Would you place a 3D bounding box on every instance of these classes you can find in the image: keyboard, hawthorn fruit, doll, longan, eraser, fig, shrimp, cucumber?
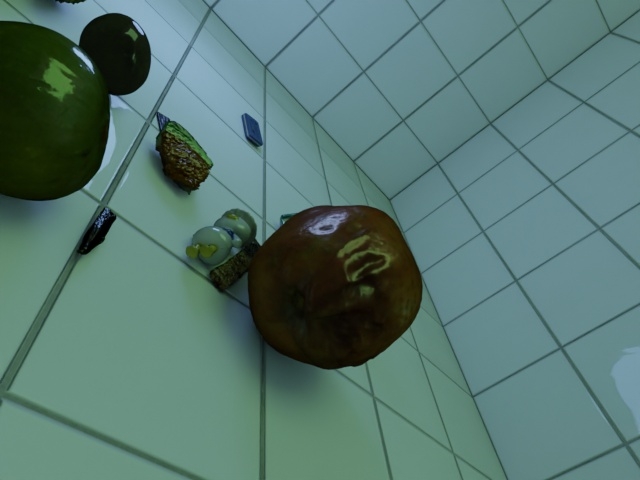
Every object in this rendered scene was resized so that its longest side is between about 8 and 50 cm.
[{"bbox_3d":[-0.491,-0.352,1.510,0.053,0.010,0.155,30,29,-47],"label":"keyboard"},{"bbox_3d":[0.036,0.129,1.233,0.472,0.471,0.472,45,20,-21],"label":"hawthorn fruit"},{"bbox_3d":[-0.259,-0.012,1.281,0.293,0.138,0.119,-44,136,-69],"label":"doll"},{"bbox_3d":[-0.573,-0.515,1.325,0.196,0.196,0.220,-3,96,-68],"label":"longan"},{"bbox_3d":[-0.313,-0.506,2.168,0.082,0.036,0.225,35,26,-37],"label":"eraser"},{"bbox_3d":[-0.529,-0.227,0.811,0.316,0.316,0.316,45,20,-21],"label":"fig"},{"bbox_3d":[-0.213,0.015,1.431,0.165,0.056,0.065,50,25,3],"label":"shrimp"},{"bbox_3d":[-0.447,-0.010,0.945,0.038,0.043,0.163,16,32,-14],"label":"cucumber"}]

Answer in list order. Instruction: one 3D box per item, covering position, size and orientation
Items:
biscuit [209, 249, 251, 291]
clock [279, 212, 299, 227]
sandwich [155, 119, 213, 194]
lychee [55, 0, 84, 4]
[{"bbox_3d":[-0.239,0.080,1.285,0.064,0.034,0.199,51,19,-3],"label":"biscuit"},{"bbox_3d":[0.000,0.000,1.760,0.262,0.116,0.231,-8,49,-26],"label":"clock"},{"bbox_3d":[-0.410,-0.230,1.360,0.185,0.109,0.160,46,40,-24],"label":"sandwich"},{"bbox_3d":[-0.753,-0.833,1.380,0.270,0.269,0.320,-20,94,-71],"label":"lychee"}]
